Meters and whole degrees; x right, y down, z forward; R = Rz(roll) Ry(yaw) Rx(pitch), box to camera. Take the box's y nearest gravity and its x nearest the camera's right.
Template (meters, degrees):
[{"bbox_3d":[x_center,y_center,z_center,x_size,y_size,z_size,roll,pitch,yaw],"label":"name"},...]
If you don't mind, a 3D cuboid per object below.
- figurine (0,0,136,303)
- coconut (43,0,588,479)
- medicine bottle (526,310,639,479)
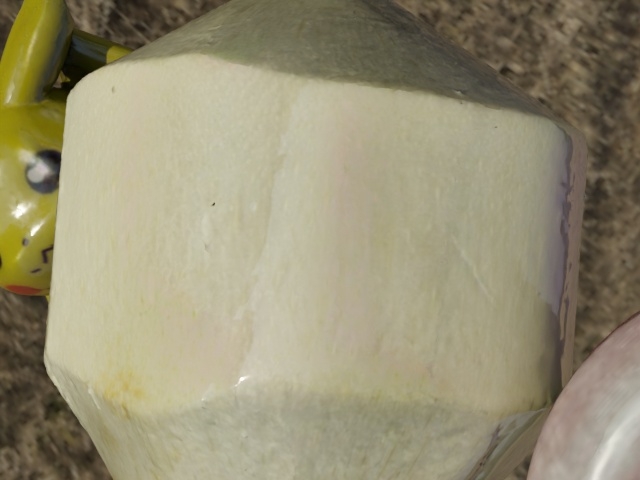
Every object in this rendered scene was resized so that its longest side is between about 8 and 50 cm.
[{"bbox_3d":[-0.157,-0.029,1.018,0.327,0.169,0.218,31,111,-32],"label":"figurine"},{"bbox_3d":[0.002,0.000,0.573,0.241,0.241,0.241,-21,131,-25],"label":"coconut"},{"bbox_3d":[0.149,0.080,0.445,0.147,0.147,0.247,-54,165,7],"label":"medicine bottle"}]
